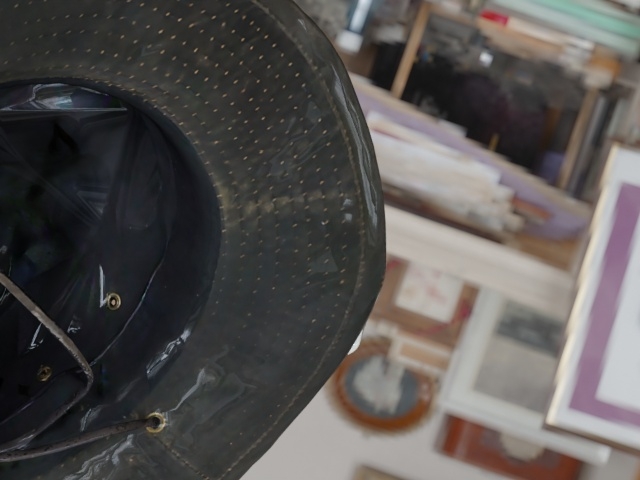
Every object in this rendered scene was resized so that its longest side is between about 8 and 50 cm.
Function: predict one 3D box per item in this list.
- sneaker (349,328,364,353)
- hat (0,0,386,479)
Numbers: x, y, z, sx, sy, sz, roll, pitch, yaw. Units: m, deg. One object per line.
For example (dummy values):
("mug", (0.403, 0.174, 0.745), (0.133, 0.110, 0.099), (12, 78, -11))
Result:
("sneaker", (0.000, 0.000, 1.272), (0.090, 0.095, 0.235), (-8, 142, 16))
("hat", (-0.141, 0.003, 0.664), (0.331, 0.331, 0.134), (23, -167, -32))
